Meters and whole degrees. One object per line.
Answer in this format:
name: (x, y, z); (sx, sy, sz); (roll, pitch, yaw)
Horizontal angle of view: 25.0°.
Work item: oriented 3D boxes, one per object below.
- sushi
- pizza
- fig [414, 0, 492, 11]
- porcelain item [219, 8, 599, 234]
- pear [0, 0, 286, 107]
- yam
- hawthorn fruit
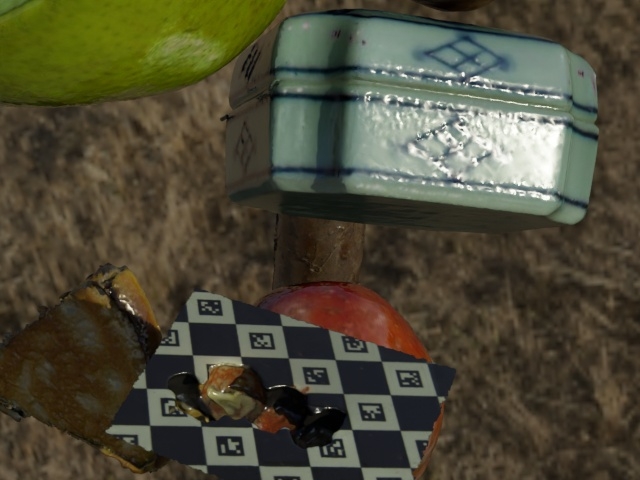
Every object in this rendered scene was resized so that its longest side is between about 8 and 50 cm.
sushi: (-0.035, 0.177, 1.423); (0.290, 0.050, 0.264); (18, 36, 7)
pizza: (-0.282, 0.184, 1.760); (0.287, 0.251, 0.074); (-28, 4, 30)
fig: (0.124, -0.352, 1.188); (0.217, 0.321, 0.217); (27, 12, -6)
porcelain item: (0.070, -0.096, 1.225); (0.286, 0.157, 0.281); (5, -3, -14)
pear: (-0.129, -0.222, 1.033); (0.238, 0.318, 0.342); (30, 90, 24)
yam: (0.000, -0.001, 1.930); (0.131, 0.280, 0.131); (4, 29, -2)
hawthorn fruit: (0.013, 0.183, 1.663); (0.284, 0.284, 0.284); (-8, 34, 5)
